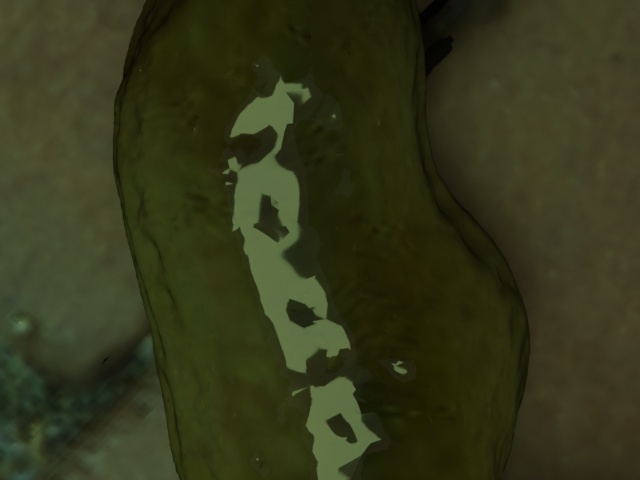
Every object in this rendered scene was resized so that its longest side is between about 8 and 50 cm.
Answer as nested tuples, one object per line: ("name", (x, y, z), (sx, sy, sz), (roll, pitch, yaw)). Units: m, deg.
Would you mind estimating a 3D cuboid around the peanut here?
("peanut", (0.000, 0.000, 0.592), (0.120, 0.110, 0.236), (-7, 92, 10))
